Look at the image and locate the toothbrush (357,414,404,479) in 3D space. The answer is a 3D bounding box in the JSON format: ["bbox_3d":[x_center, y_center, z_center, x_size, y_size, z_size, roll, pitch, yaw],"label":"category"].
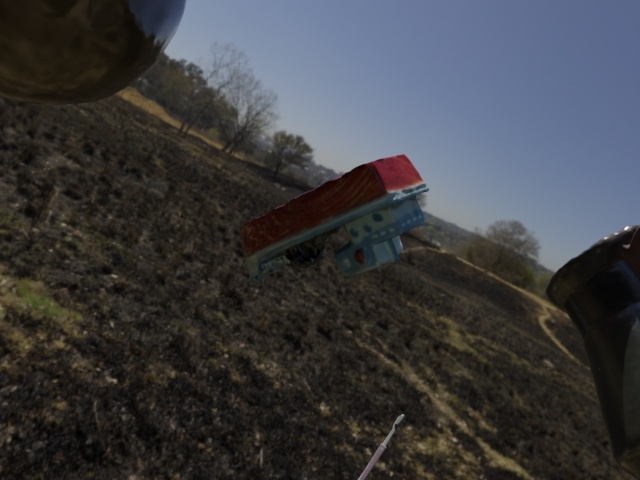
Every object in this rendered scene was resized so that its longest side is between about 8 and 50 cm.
[{"bbox_3d":[0.117,0.434,0.961,0.014,0.194,0.017,33,-25,20],"label":"toothbrush"}]

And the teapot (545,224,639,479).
[{"bbox_3d":[0.526,0.150,0.698,0.376,0.305,0.362,60,11,-52],"label":"teapot"}]

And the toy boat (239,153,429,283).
[{"bbox_3d":[0.000,0.000,0.693,0.145,0.331,0.133,-23,91,-52],"label":"toy boat"}]

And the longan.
[{"bbox_3d":[-0.282,-0.272,0.462,0.297,0.298,0.297,27,6,-3],"label":"longan"}]
